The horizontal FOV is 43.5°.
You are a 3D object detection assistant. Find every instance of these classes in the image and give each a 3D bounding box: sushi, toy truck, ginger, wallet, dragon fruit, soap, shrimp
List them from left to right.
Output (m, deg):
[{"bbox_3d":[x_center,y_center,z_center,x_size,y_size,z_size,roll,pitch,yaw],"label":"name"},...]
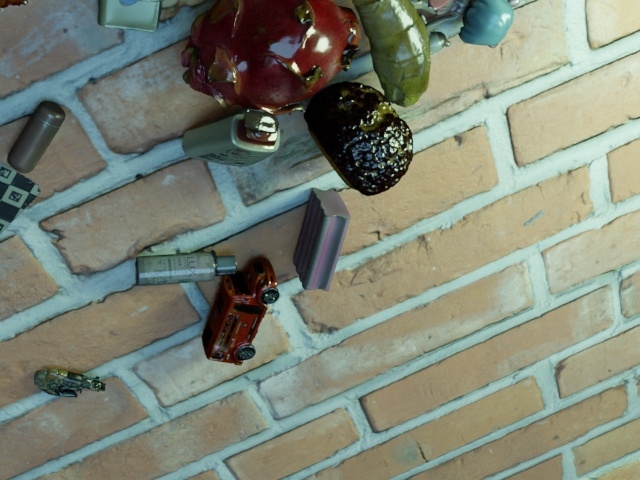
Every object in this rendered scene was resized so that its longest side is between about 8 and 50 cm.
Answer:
[{"bbox_3d":[-0.670,-0.068,1.526,0.210,0.040,0.192,-44,126,14],"label":"sushi"},{"bbox_3d":[-0.580,0.332,1.855,0.161,0.034,0.091,14,131,-19],"label":"shrimp"},{"bbox_3d":[-0.322,-0.442,1.377,0.110,0.039,0.155,4,123,-17],"label":"wallet"},{"bbox_3d":[-0.183,0.158,1.811,0.114,0.107,0.253,9,121,-25],"label":"toy truck"},{"bbox_3d":[-0.081,-0.344,1.404,0.314,0.250,0.250,7,123,-10],"label":"dragon fruit"},{"bbox_3d":[0.000,0.000,1.752,0.065,0.122,0.203,3,124,-19],"label":"soap"},{"bbox_3d":[0.142,-0.375,1.502,0.116,0.109,0.263,-12,132,19],"label":"ginger"}]

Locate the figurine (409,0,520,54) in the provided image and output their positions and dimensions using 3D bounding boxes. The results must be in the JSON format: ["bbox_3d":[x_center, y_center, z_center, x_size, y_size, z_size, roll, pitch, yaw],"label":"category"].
[{"bbox_3d":[0.243,-0.430,1.538,0.260,0.103,0.205,15,117,-16],"label":"figurine"}]

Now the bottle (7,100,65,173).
[{"bbox_3d":[-0.525,-0.190,1.479,0.053,0.053,0.140,27,113,-32],"label":"bottle"}]

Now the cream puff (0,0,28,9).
[{"bbox_3d":[-0.530,-0.485,1.159,0.350,0.229,0.351,-9,124,-13],"label":"cream puff"}]

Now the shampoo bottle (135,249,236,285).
[{"bbox_3d":[-0.290,0.059,1.730,0.214,0.072,0.072,-4,125,-17],"label":"shampoo bottle"}]

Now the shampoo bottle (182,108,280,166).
[{"bbox_3d":[-0.145,-0.194,1.480,0.153,0.284,0.071,8,82,-24],"label":"shampoo bottle"}]

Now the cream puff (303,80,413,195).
[{"bbox_3d":[0.080,-0.203,1.560,0.164,0.239,0.239,-37,128,7],"label":"cream puff"}]
